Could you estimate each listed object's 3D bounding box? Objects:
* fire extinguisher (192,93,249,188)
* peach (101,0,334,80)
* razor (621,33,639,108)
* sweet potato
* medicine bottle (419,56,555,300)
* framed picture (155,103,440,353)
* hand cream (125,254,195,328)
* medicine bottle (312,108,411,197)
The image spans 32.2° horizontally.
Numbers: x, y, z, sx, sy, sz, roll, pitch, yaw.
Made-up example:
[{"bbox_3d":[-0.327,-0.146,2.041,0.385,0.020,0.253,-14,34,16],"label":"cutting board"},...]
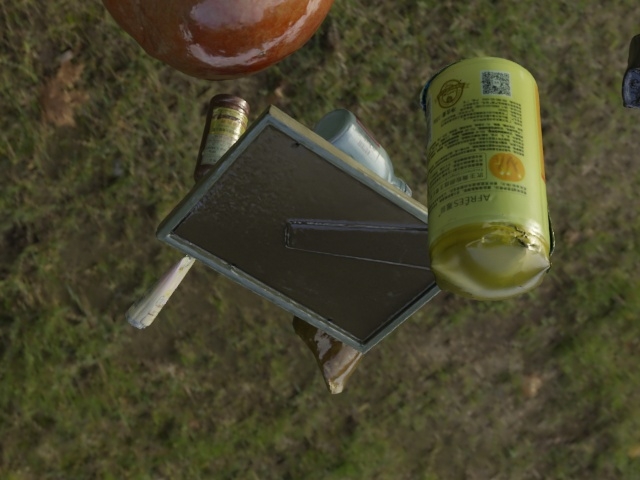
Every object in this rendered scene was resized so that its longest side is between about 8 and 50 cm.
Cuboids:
[{"bbox_3d":[-0.186,-0.130,1.978,0.075,0.252,0.106,13,155,-10],"label":"fire extinguisher"},{"bbox_3d":[-0.104,-0.283,1.116,0.253,0.252,0.252,-20,137,-19],"label":"peach"},{"bbox_3d":[0.550,-0.291,1.902,0.054,0.148,0.090,3,126,19],"label":"razor"},{"bbox_3d":[0.051,0.074,1.901,0.158,0.158,0.369,10,106,-41],"label":"sweet potato"},{"bbox_3d":[0.162,-0.055,1.084,0.124,0.238,0.124,1,150,0],"label":"medicine bottle"},{"bbox_3d":[0.000,0.000,1.317,0.324,0.020,0.240,30,127,-21],"label":"framed picture"},{"bbox_3d":[-0.232,0.073,1.642,0.143,0.039,0.061,-48,169,10],"label":"hand cream"},{"bbox_3d":[0.076,-0.133,1.952,0.090,0.090,0.216,-41,126,5],"label":"medicine bottle"}]
